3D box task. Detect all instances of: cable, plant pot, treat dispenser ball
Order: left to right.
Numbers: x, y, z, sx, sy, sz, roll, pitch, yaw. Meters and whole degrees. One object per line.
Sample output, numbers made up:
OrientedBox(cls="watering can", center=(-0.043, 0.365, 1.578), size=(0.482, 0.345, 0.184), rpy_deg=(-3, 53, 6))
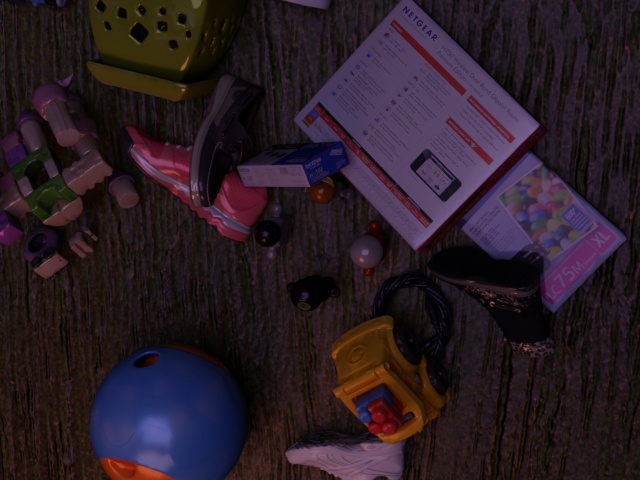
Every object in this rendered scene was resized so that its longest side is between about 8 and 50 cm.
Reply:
OrientedBox(cls="plant pot", center=(-0.281, -0.373, 1.884), size=(0.228, 0.227, 0.207), rpy_deg=(14, 106, 11))
OrientedBox(cls="treat dispenser ball", center=(-0.276, 0.333, 1.924), size=(0.288, 0.288, 0.288), rpy_deg=(2, 97, 14))
OrientedBox(cls="cable", center=(0.167, 0.147, 1.917), size=(0.151, 0.047, 0.184), rpy_deg=(15, 99, 12))

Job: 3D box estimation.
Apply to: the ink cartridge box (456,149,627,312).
OrientedBox(cls="ink cartridge box", center=(0.358, -0.045, 1.843), size=(0.311, 0.065, 0.186), rpy_deg=(43, 104, 8))

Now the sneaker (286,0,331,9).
OrientedBox(cls="sneaker", center=(-0.092, -0.491, 1.883), size=(0.258, 0.094, 0.091), rpy_deg=(25, 106, 11))

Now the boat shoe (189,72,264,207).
OrientedBox(cls="boat shoe", center=(-0.167, -0.180, 1.879), size=(0.092, 0.103, 0.285), rpy_deg=(8, 55, 7))

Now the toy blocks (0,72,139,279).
OrientedBox(cls="toy blocks", center=(-0.537, -0.148, 1.998), size=(0.289, 0.309, 0.260), rpy_deg=(-35, 54, 4))

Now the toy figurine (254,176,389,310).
OrientedBox(cls="toy figurine", center=(0.000, 0.000, 1.889), size=(0.213, 0.148, 0.209), rpy_deg=(-34, 88, 15))

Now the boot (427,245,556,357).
OrientedBox(cls="boot", center=(0.303, 0.110, 1.850), size=(0.236, 0.085, 0.178), rpy_deg=(15, 140, 47))

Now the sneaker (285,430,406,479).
OrientedBox(cls="sneaker", center=(0.048, 0.419, 1.958), size=(0.232, 0.090, 0.115), rpy_deg=(-4, 99, 15))

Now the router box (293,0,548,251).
OrientedBox(cls="router box", center=(0.169, -0.200, 1.826), size=(0.301, 0.082, 0.335), rpy_deg=(-46, 74, 15))

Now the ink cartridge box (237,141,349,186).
OrientedBox(cls="ink cartridge box", center=(-0.051, -0.134, 1.850), size=(0.207, 0.097, 0.046), rpy_deg=(5, 121, 53))

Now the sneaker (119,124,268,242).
OrientedBox(cls="sneaker", center=(-0.230, -0.135, 1.966), size=(0.314, 0.116, 0.136), rpy_deg=(38, 93, 0))

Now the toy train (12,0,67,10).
OrientedBox(cls="toy train", center=(-0.555, -0.504, 2.009), size=(0.184, 0.080, 0.105), rpy_deg=(14, 109, 10))

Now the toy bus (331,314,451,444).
OrientedBox(cls="toy bus", center=(0.125, 0.277, 1.833), size=(0.149, 0.211, 0.220), rpy_deg=(-32, 116, 22))
